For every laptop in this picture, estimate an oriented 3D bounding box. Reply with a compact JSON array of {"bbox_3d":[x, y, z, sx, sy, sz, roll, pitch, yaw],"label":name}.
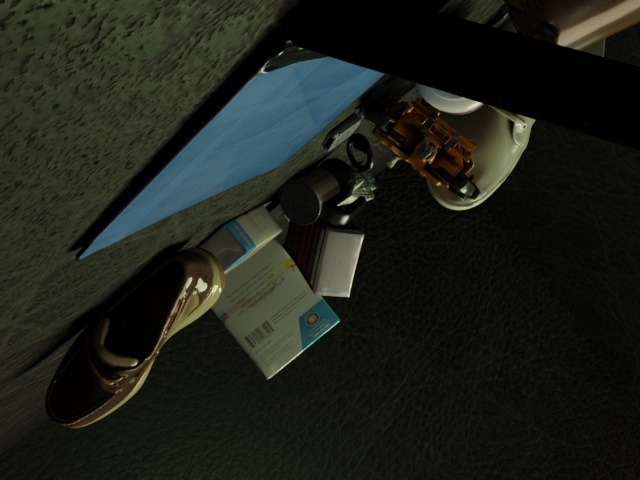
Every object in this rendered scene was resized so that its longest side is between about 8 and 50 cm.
[{"bbox_3d":[0.079,-0.072,0.590,0.382,0.408,0.236,-38,146,-59],"label":"laptop"}]

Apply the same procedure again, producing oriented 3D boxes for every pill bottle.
[{"bbox_3d":[0.174,-0.216,0.839,0.108,0.108,0.193,-38,179,16],"label":"pill bottle"}]

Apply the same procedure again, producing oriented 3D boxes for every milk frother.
[{"bbox_3d":[0.017,-0.111,1.165,0.135,0.129,0.143,-38,137,-50],"label":"milk frother"}]

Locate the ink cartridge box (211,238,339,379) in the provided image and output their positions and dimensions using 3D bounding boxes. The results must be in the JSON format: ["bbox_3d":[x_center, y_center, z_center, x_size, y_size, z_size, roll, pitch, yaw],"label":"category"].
[{"bbox_3d":[-0.126,0.126,1.449,0.198,0.270,0.197,-38,-179,-7],"label":"ink cartridge box"}]

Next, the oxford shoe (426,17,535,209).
[{"bbox_3d":[0.323,-0.260,1.148,0.449,0.169,0.130,-58,175,4],"label":"oxford shoe"}]

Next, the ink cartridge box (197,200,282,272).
[{"bbox_3d":[-0.137,0.001,1.134,0.104,0.061,0.181,-38,180,27],"label":"ink cartridge box"}]

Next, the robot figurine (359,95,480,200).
[{"bbox_3d":[0.154,-0.151,1.002,0.085,0.211,0.291,-52,-176,10],"label":"robot figurine"}]

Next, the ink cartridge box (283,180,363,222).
[{"bbox_3d":[0.007,-0.105,1.631,0.115,0.067,0.198,-38,-179,-40],"label":"ink cartridge box"}]

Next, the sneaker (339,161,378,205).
[{"bbox_3d":[0.081,-0.141,1.880,0.129,0.111,0.297,-32,180,16],"label":"sneaker"}]

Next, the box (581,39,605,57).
[{"bbox_3d":[0.519,-0.391,1.366,0.113,0.094,0.275,129,-30,-78],"label":"box"}]

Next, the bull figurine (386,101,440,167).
[{"bbox_3d":[0.258,-0.283,1.586,0.188,0.101,0.310,-34,176,-18],"label":"bull figurine"}]

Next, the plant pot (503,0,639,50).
[{"bbox_3d":[0.309,-0.299,0.756,0.165,0.167,0.167,-31,180,6],"label":"plant pot"}]

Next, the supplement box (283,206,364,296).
[{"bbox_3d":[0.000,0.000,1.272,0.239,0.073,0.130,-127,-133,-62],"label":"supplement box"}]

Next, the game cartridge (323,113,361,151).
[{"bbox_3d":[0.033,-0.163,0.995,0.056,0.017,0.083,-34,179,-12],"label":"game cartridge"}]

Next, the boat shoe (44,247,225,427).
[{"bbox_3d":[-0.282,0.141,0.921,0.342,0.123,0.123,-42,171,10],"label":"boat shoe"}]

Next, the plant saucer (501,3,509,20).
[{"bbox_3d":[0.366,-0.422,1.044,0.192,0.018,0.067,-39,179,22],"label":"plant saucer"}]
